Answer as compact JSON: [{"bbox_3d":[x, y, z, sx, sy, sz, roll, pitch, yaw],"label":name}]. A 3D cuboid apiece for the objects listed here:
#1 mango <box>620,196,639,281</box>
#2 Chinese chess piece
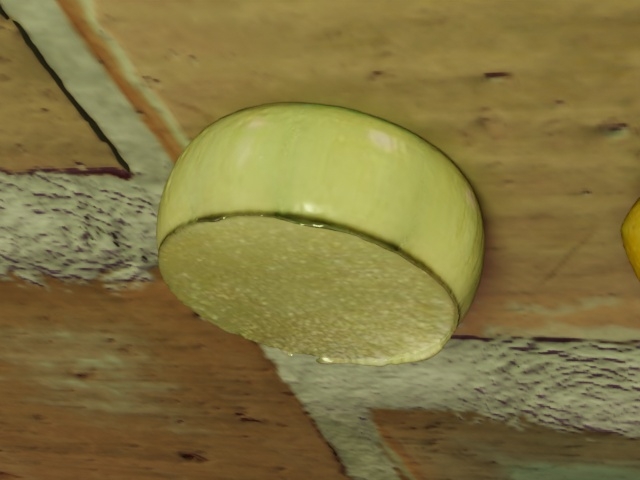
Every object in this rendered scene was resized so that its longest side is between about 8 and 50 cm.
[{"bbox_3d":[0.205,0.065,0.478,0.262,0.109,0.157,36,148,-31],"label":"mango"},{"bbox_3d":[0.000,0.000,0.514,0.122,0.051,0.122,10,153,5],"label":"Chinese chess piece"}]
